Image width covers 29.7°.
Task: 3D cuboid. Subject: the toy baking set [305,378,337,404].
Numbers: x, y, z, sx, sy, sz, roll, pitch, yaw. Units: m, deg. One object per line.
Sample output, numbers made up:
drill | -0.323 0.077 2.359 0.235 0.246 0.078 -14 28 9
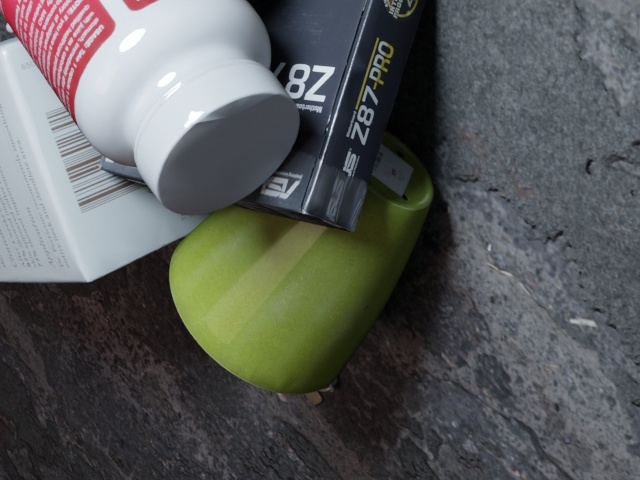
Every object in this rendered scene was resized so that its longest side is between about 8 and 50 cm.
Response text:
toy baking set | -0.042 0.131 1.810 0.197 0.030 0.256 37 137 28

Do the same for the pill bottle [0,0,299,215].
pill bottle | -0.201 -0.230 1.324 0.407 0.229 0.229 53 144 27

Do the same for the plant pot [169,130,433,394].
plant pot | 0.000 0.000 1.512 0.275 0.275 0.293 51 127 13

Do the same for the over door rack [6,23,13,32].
over door rack | -0.622 -0.366 2.101 0.324 0.108 0.239 43 139 23

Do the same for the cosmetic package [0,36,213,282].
cosmetic package | -0.360 -0.146 1.755 0.394 0.327 0.329 -1 112 49

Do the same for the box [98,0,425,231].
box | -0.077 -0.198 1.447 0.395 0.097 0.318 14 86 44
